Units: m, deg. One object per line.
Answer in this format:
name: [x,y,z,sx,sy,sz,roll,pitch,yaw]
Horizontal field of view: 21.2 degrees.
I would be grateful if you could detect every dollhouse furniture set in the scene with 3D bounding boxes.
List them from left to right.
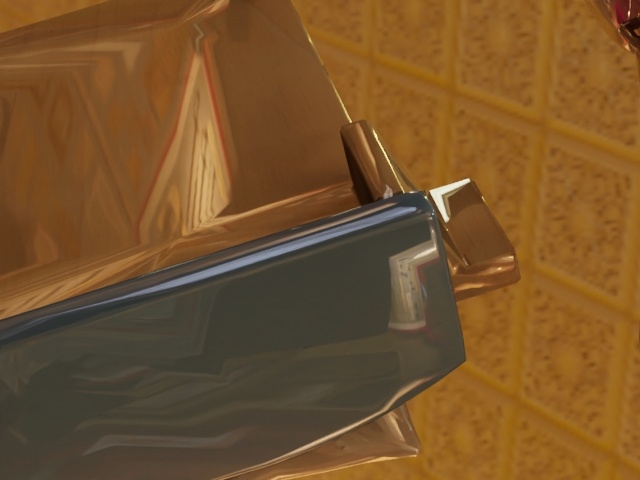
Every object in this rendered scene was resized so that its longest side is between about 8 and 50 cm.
dollhouse furniture set: [0.000,0.000,0.540,0.286,0.303,0.198,-115,-171,-55]
